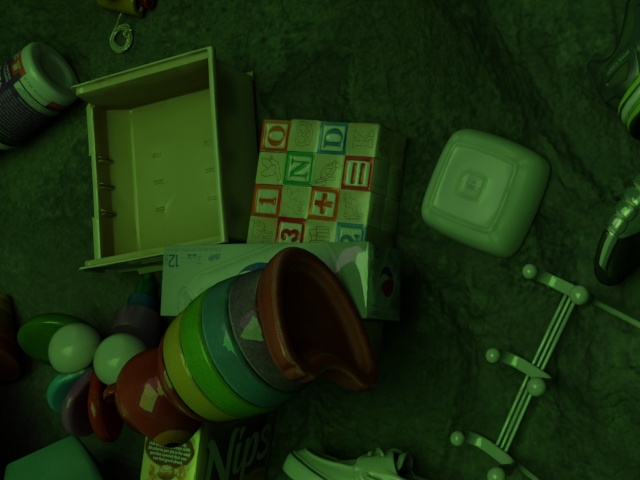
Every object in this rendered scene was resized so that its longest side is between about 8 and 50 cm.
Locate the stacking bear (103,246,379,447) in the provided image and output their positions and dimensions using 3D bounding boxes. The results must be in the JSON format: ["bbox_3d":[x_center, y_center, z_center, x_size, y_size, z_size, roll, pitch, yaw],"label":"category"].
[{"bbox_3d":[-0.110,0.138,1.297,0.289,0.175,0.164,-29,63,27],"label":"stacking bear"}]

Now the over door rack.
[{"bbox_3d":[0.290,0.182,1.250,0.324,0.108,0.239,30,99,49],"label":"over door rack"}]

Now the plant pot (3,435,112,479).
[{"bbox_3d":[-0.328,0.396,1.560,0.165,0.165,0.234,-24,54,-4],"label":"plant pot"}]

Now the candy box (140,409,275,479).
[{"bbox_3d":[-0.146,0.304,1.477,0.088,0.183,0.316,6,87,26],"label":"candy box"}]

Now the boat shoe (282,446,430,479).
[{"bbox_3d":[0.082,0.294,1.407,0.268,0.096,0.088,19,89,28],"label":"boat shoe"}]

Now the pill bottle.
[{"bbox_3d":[-0.469,-0.205,1.765,0.193,0.108,0.108,-33,69,21],"label":"pill bottle"}]

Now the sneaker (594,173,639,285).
[{"bbox_3d":[0.404,-0.031,1.279,0.132,0.086,0.228,31,98,26],"label":"sneaker"}]

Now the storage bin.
[{"bbox_3d":[-0.217,-0.099,1.605,0.260,0.123,0.262,-10,79,27],"label":"storage bin"}]

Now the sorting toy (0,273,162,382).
[{"bbox_3d":[-0.384,0.111,1.701,0.366,0.127,0.126,-12,48,24],"label":"sorting toy"}]

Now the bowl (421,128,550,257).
[{"bbox_3d":[0.193,-0.062,1.416,0.142,0.053,0.142,25,95,30],"label":"bowl"}]

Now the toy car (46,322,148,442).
[{"bbox_3d":[-0.293,0.205,1.571,0.182,0.159,0.136,9,57,29],"label":"toy car"}]

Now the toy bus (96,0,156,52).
[{"bbox_3d":[-0.295,-0.412,1.699,0.191,0.104,0.202,-33,69,21],"label":"toy bus"}]

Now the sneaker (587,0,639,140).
[{"bbox_3d":[0.411,-0.261,1.294,0.300,0.111,0.121,-51,60,12],"label":"sneaker"}]

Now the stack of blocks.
[{"bbox_3d":[0.000,0.000,1.493,0.171,0.087,0.297,5,86,29],"label":"stack of blocks"}]

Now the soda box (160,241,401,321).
[{"bbox_3d":[-0.050,0.051,1.407,0.286,0.098,0.091,-1,84,27],"label":"soda box"}]
